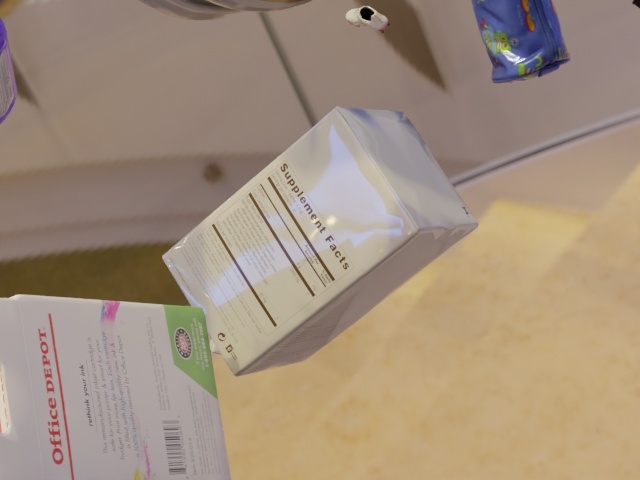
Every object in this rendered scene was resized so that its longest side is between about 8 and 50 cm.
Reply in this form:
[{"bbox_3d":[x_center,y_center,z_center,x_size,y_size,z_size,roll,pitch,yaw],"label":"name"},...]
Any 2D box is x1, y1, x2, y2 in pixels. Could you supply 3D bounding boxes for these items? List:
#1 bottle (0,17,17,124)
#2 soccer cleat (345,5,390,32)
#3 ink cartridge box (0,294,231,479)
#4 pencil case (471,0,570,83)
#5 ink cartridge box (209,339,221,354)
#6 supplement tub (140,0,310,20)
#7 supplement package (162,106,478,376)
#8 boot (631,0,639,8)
[{"bbox_3d":[-0.432,-0.237,1.861,0.118,0.283,0.092,20,64,4],"label":"bottle"},{"bbox_3d":[0.057,-0.293,2.028,0.029,0.035,0.083,-52,39,-6],"label":"soccer cleat"},{"bbox_3d":[-0.257,0.170,1.572,0.119,0.353,0.207,-19,74,33],"label":"ink cartridge box"},{"bbox_3d":[0.274,-0.379,2.268,0.119,0.306,0.133,-23,16,-18],"label":"pencil case"},{"bbox_3d":[-0.102,0.096,2.040,0.063,0.115,0.029,12,2,-15],"label":"ink cartridge box"},{"bbox_3d":[-0.011,-0.287,1.042,0.316,0.228,0.228,-19,27,48],"label":"supplement tub"},{"bbox_3d":[0.000,0.000,1.810,0.293,0.175,0.177,-39,-15,24],"label":"supplement package"},{"bbox_3d":[0.296,-0.186,1.039,0.207,0.246,0.094,-25,18,-19],"label":"boot"}]
